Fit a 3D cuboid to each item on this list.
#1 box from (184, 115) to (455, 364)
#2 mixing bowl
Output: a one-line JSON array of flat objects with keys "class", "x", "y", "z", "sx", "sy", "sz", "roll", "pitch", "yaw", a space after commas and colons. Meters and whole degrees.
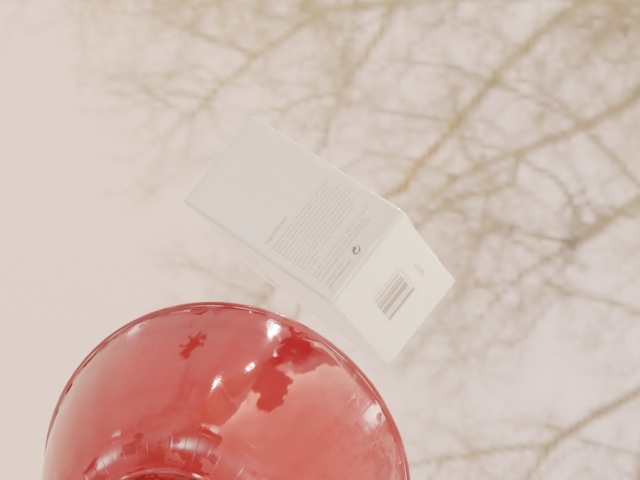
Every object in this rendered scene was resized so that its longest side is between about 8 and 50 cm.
[{"class": "box", "x": 0.000, "y": 0.000, "z": 1.494, "sx": 0.091, "sy": 0.170, "sz": 0.130, "roll": -51, "pitch": -33, "yaw": -7}, {"class": "mixing bowl", "x": -0.054, "y": 0.128, "z": 0.859, "sx": 0.098, "sy": 0.181, "sz": 0.181, "roll": -54, "pitch": -35, "yaw": -72}]
